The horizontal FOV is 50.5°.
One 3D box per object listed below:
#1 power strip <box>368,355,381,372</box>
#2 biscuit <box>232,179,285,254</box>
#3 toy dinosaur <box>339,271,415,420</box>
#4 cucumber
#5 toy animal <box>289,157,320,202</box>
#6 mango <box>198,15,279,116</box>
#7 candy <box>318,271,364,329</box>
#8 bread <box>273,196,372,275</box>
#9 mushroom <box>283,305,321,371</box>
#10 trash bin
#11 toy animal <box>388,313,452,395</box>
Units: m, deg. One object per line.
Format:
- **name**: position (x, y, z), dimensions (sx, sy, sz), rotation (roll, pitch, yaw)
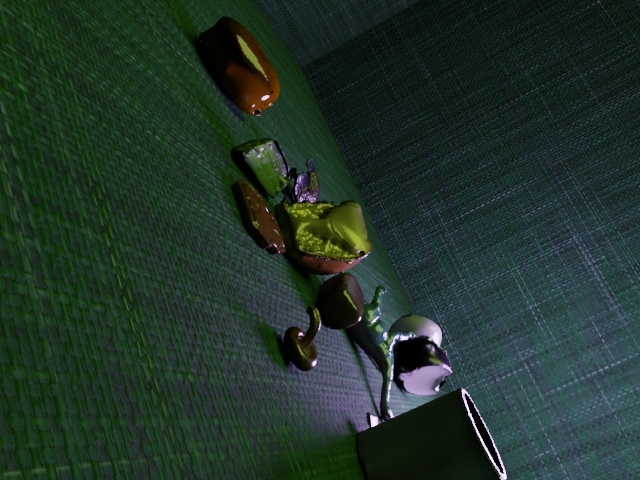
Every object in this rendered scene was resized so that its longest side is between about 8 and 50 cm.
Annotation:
- **power strip**: position (0.171, 0.351, 2.077), dimensions (0.123, 0.032, 0.056), rotation (55, 12, -33)
- **biscuit**: position (-0.133, -0.047, 1.601), dimensions (0.215, 0.034, 0.182), rotation (44, 21, -60)
- **toy dinosaur**: position (0.123, 0.280, 1.915), dimensions (0.383, 0.129, 0.331), rotation (49, 34, -8)
- **cucumber**: position (-0.153, -0.200, 1.762), dimensions (0.115, 0.086, 0.193), rotation (-58, 137, -24)
- **toy animal**: position (-0.036, -0.152, 2.097), dimensions (0.179, 0.116, 0.218), rotation (62, 4, 0)
- **mango**: position (-0.227, -0.492, 1.930), dimensions (0.287, 0.153, 0.201), rotation (55, 23, -25)
- **candy**: position (0.057, 0.158, 1.825), dimensions (0.104, 0.102, 0.234), rotation (61, 12, -8)
- **bread**: position (0.000, 0.000, 1.792), dimensions (0.262, 0.162, 0.204), rotation (3, 51, -28)
- **mushroom**: position (-0.036, 0.193, 1.350), dimensions (0.088, 0.073, 0.129), rotation (22, 74, -53)
- **trash bin**: position (0.242, 0.475, 1.497), dimensions (0.217, 0.262, 0.277), rotation (43, 21, -60)
- **toy animal**: position (0.337, 0.387, 2.324), dimensions (0.212, 0.212, 0.266), rotation (56, 19, -34)
